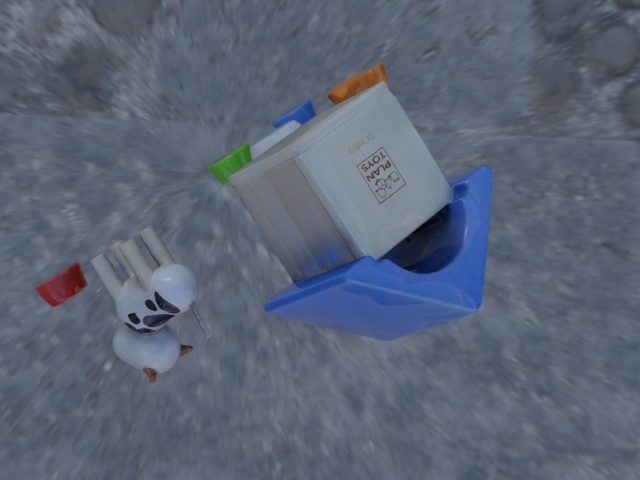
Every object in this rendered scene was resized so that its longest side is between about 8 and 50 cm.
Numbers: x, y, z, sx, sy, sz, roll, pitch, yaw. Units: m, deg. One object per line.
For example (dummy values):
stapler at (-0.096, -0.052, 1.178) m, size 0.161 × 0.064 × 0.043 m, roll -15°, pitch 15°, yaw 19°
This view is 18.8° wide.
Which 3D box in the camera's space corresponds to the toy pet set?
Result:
toy pet set at (0.000, 0.000, 0.558) m, size 0.122 × 0.114 × 0.065 m, roll -38°, pitch 99°, yaw -35°
